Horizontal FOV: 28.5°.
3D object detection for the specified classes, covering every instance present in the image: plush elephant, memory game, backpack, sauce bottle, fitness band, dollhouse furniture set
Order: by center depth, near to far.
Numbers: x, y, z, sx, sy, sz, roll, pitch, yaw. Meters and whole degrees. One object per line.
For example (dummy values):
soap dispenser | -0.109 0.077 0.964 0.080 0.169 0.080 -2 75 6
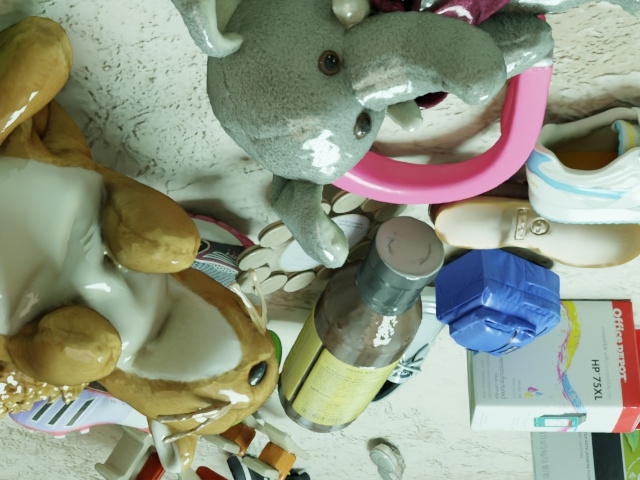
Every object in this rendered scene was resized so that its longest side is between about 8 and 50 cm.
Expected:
plush elephant | 0.031 -0.144 0.772 0.330 0.255 0.272 -10 138 28
fitness band | 0.080 -0.121 1.039 0.209 0.054 0.291 1 150 1
memory game | 0.000 0.000 1.226 0.186 0.012 0.186 -22 157 -10
sauce bottle | 0.042 0.093 1.312 0.111 0.111 0.344 9 149 -13
backpack | 0.192 0.071 1.333 0.120 0.101 0.098 15 155 -30
dollhouse furniture set | -0.169 0.349 1.720 0.259 0.262 0.135 25 166 32

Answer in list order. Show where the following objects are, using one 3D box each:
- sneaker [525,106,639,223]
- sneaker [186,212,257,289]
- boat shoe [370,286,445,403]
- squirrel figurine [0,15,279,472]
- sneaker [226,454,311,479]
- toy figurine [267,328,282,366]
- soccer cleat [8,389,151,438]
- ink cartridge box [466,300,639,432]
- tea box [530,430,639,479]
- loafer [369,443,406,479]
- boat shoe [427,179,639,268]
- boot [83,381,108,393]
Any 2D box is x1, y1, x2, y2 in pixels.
sneaker | 0.294 -0.068 1.094 0.229 0.087 0.092 -6 148 9
sneaker | -0.192 0.057 1.306 0.299 0.112 0.121 -15 146 21
boat shoe | 0.094 0.128 1.454 0.079 0.081 0.227 9 150 -14
squirrel figurine | -0.227 0.046 1.126 0.370 0.281 0.397 32 157 -30
sneaker | -0.067 0.370 1.926 0.097 0.084 0.234 -28 147 3
toy figurine | -0.157 0.121 1.454 0.159 0.130 0.173 37 157 -28
soccer cleat | -0.283 0.200 1.623 0.248 0.083 0.095 3 122 6
ink cartridge box | 0.283 0.141 1.418 0.231 0.134 0.078 0 150 1
tea box | 0.467 0.279 1.570 0.324 0.220 0.329 -14 147 24
loafer | 0.102 0.323 1.857 0.045 0.039 0.125 26 157 25
boat shoe | 0.203 -0.026 1.193 0.207 0.073 0.073 10 119 -8
boot | -0.290 0.148 1.544 0.219 0.082 0.106 -1 177 -15
